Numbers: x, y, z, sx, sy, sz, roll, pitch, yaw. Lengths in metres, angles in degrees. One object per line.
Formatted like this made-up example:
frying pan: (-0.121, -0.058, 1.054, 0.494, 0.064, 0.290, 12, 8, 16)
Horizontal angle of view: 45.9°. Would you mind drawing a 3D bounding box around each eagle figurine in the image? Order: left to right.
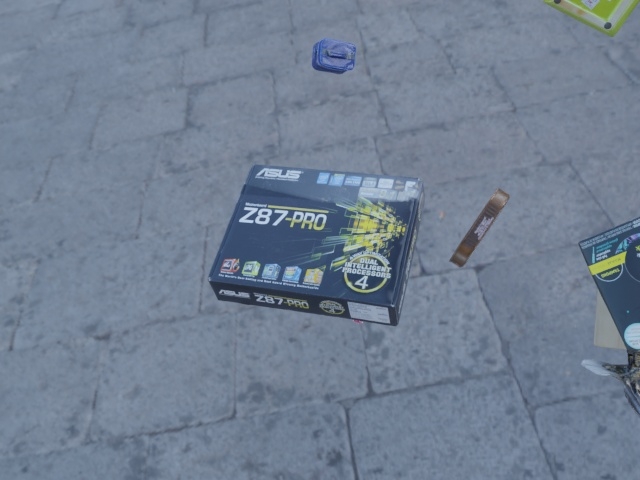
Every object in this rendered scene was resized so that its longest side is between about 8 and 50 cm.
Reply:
eagle figurine: (0.757, 0.325, 1.672, 0.226, 0.298, 0.225, -24, -4, -23)

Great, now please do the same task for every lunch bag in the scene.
lunch bag: (0.028, -0.416, 1.700, 0.099, 0.067, 0.065, 3, 0, -24)

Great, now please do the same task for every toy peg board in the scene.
toy peg board: (0.648, 0.141, 1.530, 0.161, 0.161, 0.079, 3, -1, 29)

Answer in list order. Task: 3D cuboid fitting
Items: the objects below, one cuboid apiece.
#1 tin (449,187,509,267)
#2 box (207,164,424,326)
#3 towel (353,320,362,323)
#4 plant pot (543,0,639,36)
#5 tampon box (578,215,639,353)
tin: (0.340, -0.025, 1.610, 0.040, 0.106, 0.189, 34, 90, 7)
box: (0.000, 0.000, 1.592, 0.395, 0.097, 0.318, 7, 56, 16)
towel: (0.092, 0.107, 1.994, 0.029, 0.197, 0.144, -15, 13, 27)
plant pot: (0.674, -0.637, 1.809, 0.228, 0.227, 0.207, 29, 40, 2)
tampon box: (0.437, 0.050, 1.006, 0.120, 0.161, 0.101, -27, -9, 24)
